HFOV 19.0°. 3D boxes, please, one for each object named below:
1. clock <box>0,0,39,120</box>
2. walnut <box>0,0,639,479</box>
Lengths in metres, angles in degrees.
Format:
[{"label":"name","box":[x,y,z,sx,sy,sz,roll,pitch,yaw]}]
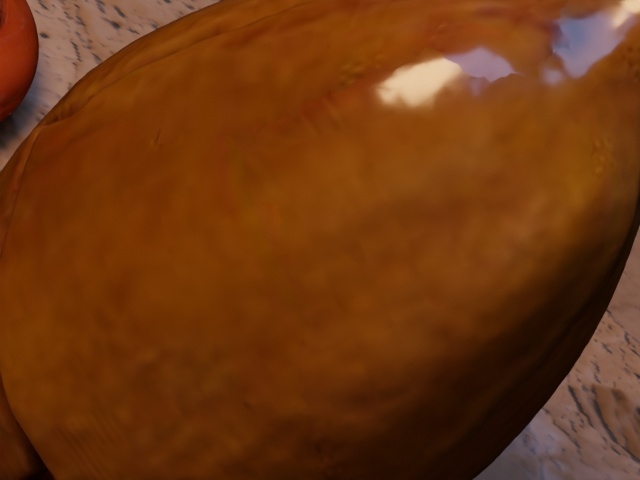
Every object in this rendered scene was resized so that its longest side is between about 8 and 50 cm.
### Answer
[{"label":"clock","box":[-0.236,-0.112,0.921,0.205,0.051,0.205,17,33,-12]},{"label":"walnut","box":[0.000,0.000,0.673,0.209,0.336,0.209,33,37,-28]}]
